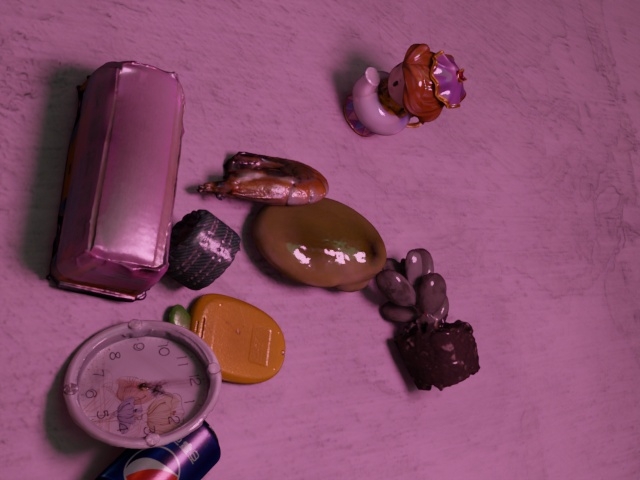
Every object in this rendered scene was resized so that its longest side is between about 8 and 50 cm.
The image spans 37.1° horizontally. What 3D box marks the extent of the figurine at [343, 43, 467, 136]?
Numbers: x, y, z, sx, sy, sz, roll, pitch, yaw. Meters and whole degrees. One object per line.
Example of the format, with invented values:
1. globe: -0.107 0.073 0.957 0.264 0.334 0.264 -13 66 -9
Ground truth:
1. figurine: 0.169 -0.293 1.882 0.189 0.263 0.142 24 61 -33

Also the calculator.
1. calculator: -0.157 0.167 1.628 0.235 0.032 0.146 21 64 -34

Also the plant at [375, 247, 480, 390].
1. plant: 0.204 0.151 1.853 0.146 0.149 0.274 -32 100 -56

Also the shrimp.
1. shrimp: -0.105 -0.120 1.720 0.254 0.059 0.145 3 38 -19

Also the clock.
1. clock: -0.270 0.224 1.452 0.236 0.053 0.236 5 45 -5

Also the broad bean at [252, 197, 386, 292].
1. broad bean: 0.000 0.000 1.750 0.263 0.121 0.189 17 56 -32

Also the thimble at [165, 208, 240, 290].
1. thimble: -0.203 0.015 1.572 0.090 0.135 0.118 40 59 -21

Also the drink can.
1. drink can: -0.251 0.353 1.441 0.205 0.118 0.118 -44 104 -38

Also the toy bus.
1. toy bus: -0.306 -0.109 1.513 0.171 0.162 0.386 16 66 -33
